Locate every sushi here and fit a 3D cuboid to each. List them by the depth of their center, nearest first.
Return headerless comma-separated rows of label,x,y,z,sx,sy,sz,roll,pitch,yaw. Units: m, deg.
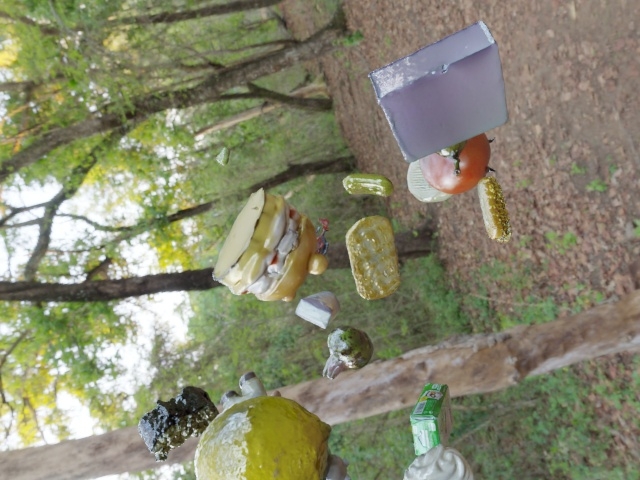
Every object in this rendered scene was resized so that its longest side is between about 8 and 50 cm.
sushi,-0.388,0.493,1.476,0.115,0.212,0.147,34,129,35

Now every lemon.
lemon,-0.118,0.450,1.108,0.254,0.310,0.253,61,-179,-1

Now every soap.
soap,0.303,-0.350,1.326,0.285,0.296,0.107,53,-159,-53
soap,0.130,-0.151,1.447,0.089,0.140,0.045,53,-135,-69

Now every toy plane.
toy plane,0.000,0.000,1.695,0.037,0.060,0.145,86,-158,-76

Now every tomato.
tomato,0.453,-0.283,1.794,0.256,0.224,0.256,176,90,-77

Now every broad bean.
broad bean,-0.347,-0.302,1.916,0.083,0.045,0.063,-35,30,64

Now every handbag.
handbag,-0.001,0.218,1.740,0.095,0.117,0.173,-66,-11,9

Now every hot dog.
hot dog,0.399,-0.073,1.223,0.045,0.071,0.165,-31,52,44

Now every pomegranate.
pomegranate,0.077,0.316,1.497,0.138,0.125,0.163,48,-130,-31

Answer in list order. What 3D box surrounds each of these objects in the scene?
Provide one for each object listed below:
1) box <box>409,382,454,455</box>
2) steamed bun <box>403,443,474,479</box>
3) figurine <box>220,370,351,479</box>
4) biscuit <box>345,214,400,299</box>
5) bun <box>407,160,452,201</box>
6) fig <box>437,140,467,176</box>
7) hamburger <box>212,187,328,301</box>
box,0.409,0.649,1.935,0.250,0.102,0.180,-33,-65,-60
steamed bun,0.276,0.564,1.228,0.106,0.182,0.183,46,156,50
figurine,-0.116,0.515,1.339,0.380,0.248,0.203,47,153,30
biscuit,0.130,0.047,1.287,0.029,0.118,0.247,-105,0,-56
bun,0.431,-0.234,2.006,0.128,0.193,0.179,-9,-85,-57
fig,0.366,-0.304,1.549,0.170,0.145,0.274,24,-134,-51
hamburger,-0.117,0.029,1.366,0.236,0.276,0.276,28,-163,-19
